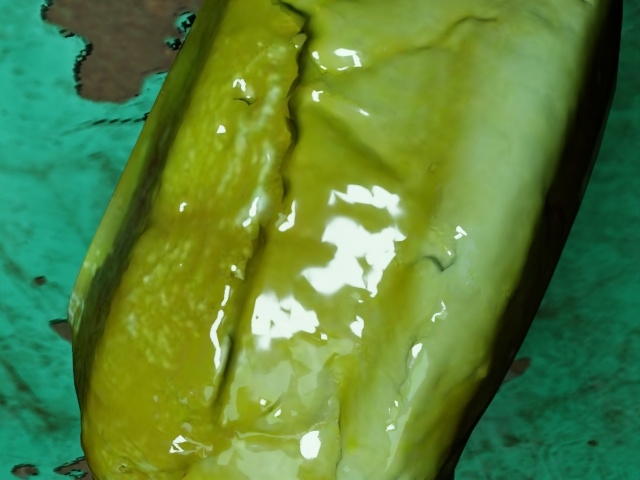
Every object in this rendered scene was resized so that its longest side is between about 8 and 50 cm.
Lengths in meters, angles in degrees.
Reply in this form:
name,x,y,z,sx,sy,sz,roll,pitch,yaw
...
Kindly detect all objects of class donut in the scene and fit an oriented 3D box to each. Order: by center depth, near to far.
name,x,y,z,sx,sy,sz,roll,pitch,yaw
donut,0.000,0.000,0.579,0.160,0.330,0.330,15,134,-3
